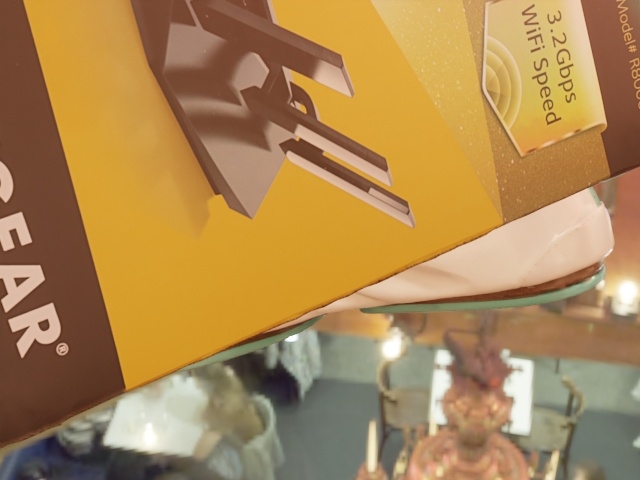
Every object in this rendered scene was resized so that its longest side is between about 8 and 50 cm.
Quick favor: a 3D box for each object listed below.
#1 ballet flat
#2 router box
[{"bbox_3d":[0.000,0.000,0.879,0.400,0.139,0.139,-13,34,27],"label":"ballet flat"},{"bbox_3d":[-0.038,-0.134,0.356,0.242,0.309,0.081,-23,15,-26],"label":"router box"}]
